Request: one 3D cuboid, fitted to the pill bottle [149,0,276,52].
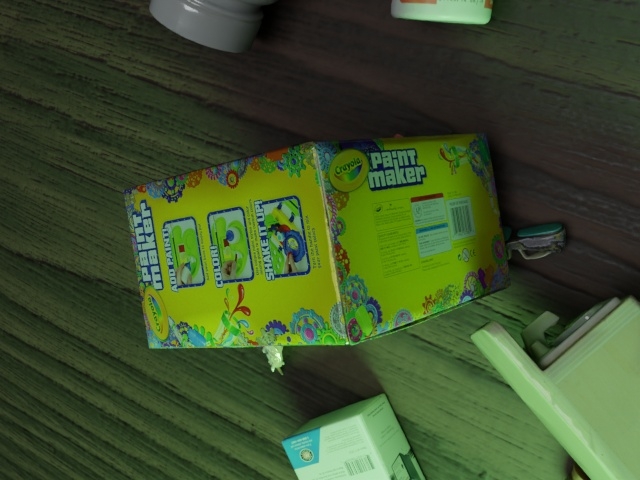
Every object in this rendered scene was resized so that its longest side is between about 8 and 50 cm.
[{"bbox_3d":[-0.093,-0.377,0.900,0.160,0.160,0.283,36,117,19],"label":"pill bottle"}]

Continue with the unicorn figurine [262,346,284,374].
[{"bbox_3d":[-0.070,0.102,1.057,0.111,0.060,0.162,42,119,17],"label":"unicorn figurine"}]

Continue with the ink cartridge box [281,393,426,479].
[{"bbox_3d":[0.056,0.318,1.017,0.139,0.082,0.191,-27,88,33],"label":"ink cartridge box"}]

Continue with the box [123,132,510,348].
[{"bbox_3d":[0.000,0.000,0.825,0.279,0.290,0.177,-9,92,41],"label":"box"}]

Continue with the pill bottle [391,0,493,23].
[{"bbox_3d":[0.134,-0.328,0.805,0.108,0.108,0.194,12,108,28],"label":"pill bottle"}]

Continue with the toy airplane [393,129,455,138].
[{"bbox_3d":[0.136,-0.057,0.913,0.151,0.028,0.151,7,103,36],"label":"toy airplane"}]

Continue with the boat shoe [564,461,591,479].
[{"bbox_3d":[0.362,0.318,0.841,0.207,0.073,0.073,27,116,31],"label":"boat shoe"}]

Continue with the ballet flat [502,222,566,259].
[{"bbox_3d":[0.220,0.004,0.873,0.114,0.041,0.041,-2,100,32],"label":"ballet flat"}]

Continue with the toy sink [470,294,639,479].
[{"bbox_3d":[0.282,0.141,0.776,0.131,0.153,0.234,-40,78,-3],"label":"toy sink"}]
